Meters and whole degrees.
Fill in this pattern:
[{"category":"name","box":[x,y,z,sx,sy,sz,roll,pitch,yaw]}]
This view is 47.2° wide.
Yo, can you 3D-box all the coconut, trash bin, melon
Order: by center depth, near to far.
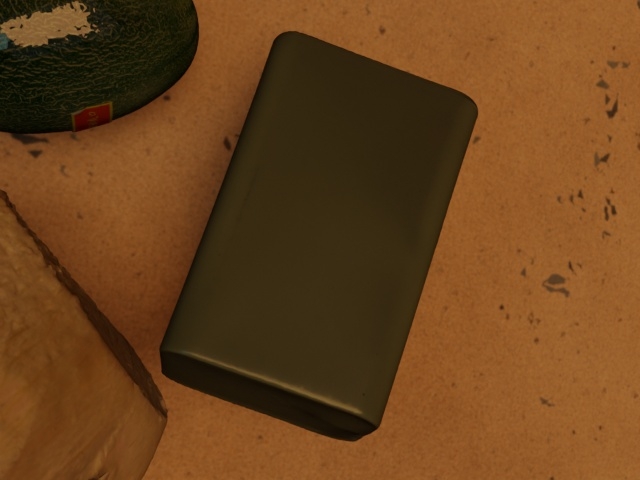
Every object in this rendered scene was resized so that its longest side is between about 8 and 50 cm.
[{"category":"coconut","box":[-0.343,0.164,0.556,0.404,0.404,0.405,0,91,-17]},{"category":"melon","box":[-0.260,-0.195,0.704,0.287,0.182,0.182,-14,95,-18]},{"category":"trash bin","box":[0.000,0.000,0.730,0.222,0.158,0.344,19,67,-2]}]
